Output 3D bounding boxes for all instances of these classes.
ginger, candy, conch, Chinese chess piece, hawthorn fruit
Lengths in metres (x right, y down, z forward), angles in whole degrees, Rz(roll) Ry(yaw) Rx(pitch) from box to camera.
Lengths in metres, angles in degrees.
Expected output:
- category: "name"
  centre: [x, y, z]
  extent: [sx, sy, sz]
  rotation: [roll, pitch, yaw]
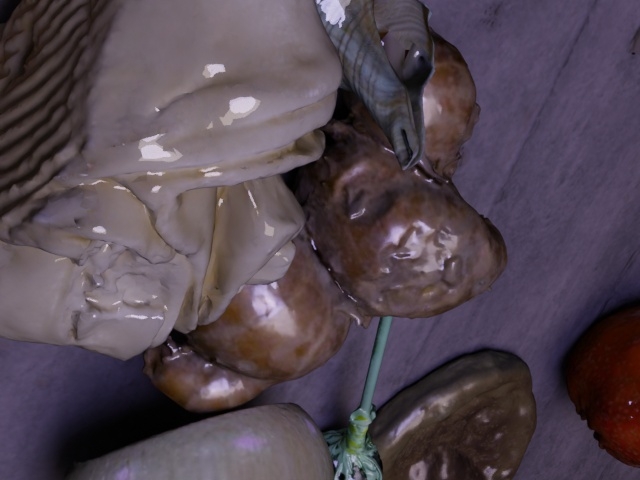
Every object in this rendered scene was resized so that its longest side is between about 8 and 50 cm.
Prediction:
- category: "ginger"
  centre: [0.000, 0.000, 0.776]
  extent: [0.375, 0.176, 0.256]
  rotation: [-38, 115, -2]
- category: "candy"
  centre: [0.039, 0.175, 0.943]
  extent: [0.083, 0.091, 0.306]
  rotation: [-21, 138, -31]
- category: "conch"
  centre: [0.017, -0.163, 0.657]
  extent: [0.137, 0.114, 0.234]
  rotation: [-29, 98, -48]
- category: "Chinese chess piece"
  centre: [-0.111, 0.229, 0.824]
  extent: [0.250, 0.101, 0.250]
  rotation: [-16, 163, -5]
- category: "hawthorn fruit"
  centre: [0.442, 0.170, 1.130]
  extent: [0.253, 0.205, 0.205]
  rotation: [-32, 133, 7]

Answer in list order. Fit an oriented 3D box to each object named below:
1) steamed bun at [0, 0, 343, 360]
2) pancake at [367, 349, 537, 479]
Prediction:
- category: "steamed bun"
  centre: [-0.107, -0.064, 0.583]
  extent: [0.203, 0.276, 0.289]
  rotation: [24, 98, -39]
- category: "pancake"
  centre: [0.160, 0.260, 1.128]
  extent: [0.294, 0.049, 0.295]
  rotation: [-16, 126, -23]
